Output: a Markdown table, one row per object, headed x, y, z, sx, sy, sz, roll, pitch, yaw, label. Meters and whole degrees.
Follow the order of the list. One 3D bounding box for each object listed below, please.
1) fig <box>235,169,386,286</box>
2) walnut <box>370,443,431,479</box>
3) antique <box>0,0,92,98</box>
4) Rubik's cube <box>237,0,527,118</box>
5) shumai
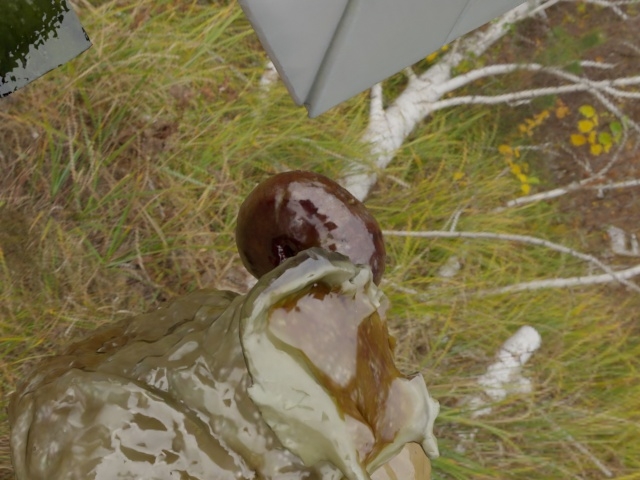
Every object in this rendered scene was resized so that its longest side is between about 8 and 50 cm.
| x | y | z | sx | sy | sz | roll | pitch | yaw | label |
| --- | --- | --- | --- | --- | --- | --- | --- | --- | --- |
| -0.002 | 0.001 | 0.814 | 0.170 | 0.145 | 0.274 | 37 | 9 | 5 | fig |
| -0.029 | 0.335 | 0.995 | 0.383 | 0.383 | 0.384 | 12 | 69 | -35 | walnut |
| -0.272 | -0.157 | 0.522 | 0.080 | 0.221 | 0.081 | -44 | 126 | -32 | antique |
| 0.022 | -0.238 | 0.315 | 0.225 | 0.231 | 0.221 | 63 | 4 | 19 | Rubik's cube |
| -0.055 | 0.093 | 0.508 | 0.267 | 0.262 | 0.314 | 30 | 21 | -20 | shumai |
